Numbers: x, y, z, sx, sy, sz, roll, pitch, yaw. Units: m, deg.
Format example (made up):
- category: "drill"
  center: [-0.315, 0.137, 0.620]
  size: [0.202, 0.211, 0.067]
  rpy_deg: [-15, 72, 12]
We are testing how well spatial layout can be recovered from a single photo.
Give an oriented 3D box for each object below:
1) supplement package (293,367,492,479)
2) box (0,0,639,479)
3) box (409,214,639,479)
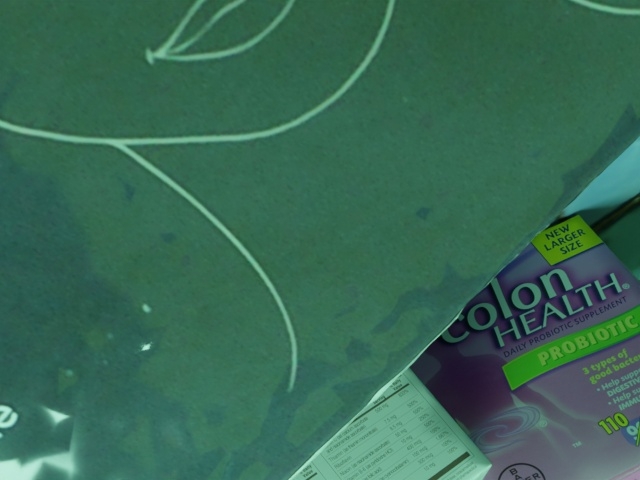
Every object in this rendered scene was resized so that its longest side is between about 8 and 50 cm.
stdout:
- category: "supplement package"
  center: [-0.020, 0.218, 0.930]
  size: [0.204, 0.145, 0.262]
  rpy_deg: [-31, 156, -25]
- category: "box"
  center: [-0.183, -0.127, 0.425]
  size: [0.480, 0.297, 0.472]
  rpy_deg: [-45, 121, 11]
- category: "box"
  center: [0.184, 0.129, 0.994]
  size: [0.213, 0.243, 0.117]
  rpy_deg: [-23, 136, -11]
